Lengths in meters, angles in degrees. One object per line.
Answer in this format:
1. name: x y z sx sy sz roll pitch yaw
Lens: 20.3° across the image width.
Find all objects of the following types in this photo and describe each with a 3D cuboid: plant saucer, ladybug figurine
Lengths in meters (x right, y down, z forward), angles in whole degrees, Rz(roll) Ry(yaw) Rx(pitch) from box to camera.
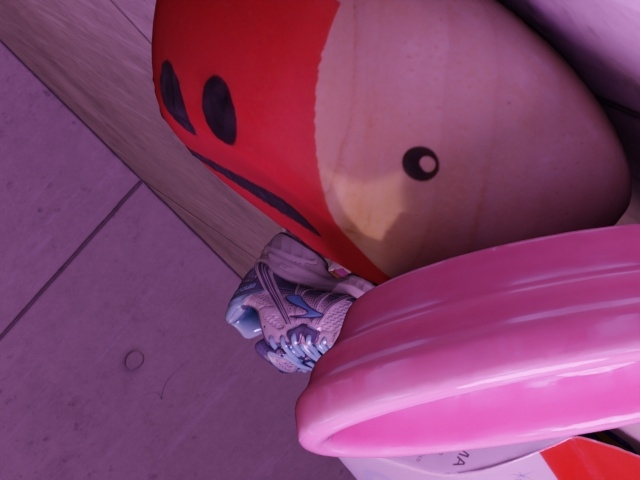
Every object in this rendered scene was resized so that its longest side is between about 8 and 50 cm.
1. plant saucer: 0.145 0.060 1.069 0.332 0.332 0.084 70 -170 -76
2. ladybug figurine: 0.017 -0.087 1.189 0.305 0.162 0.449 45 173 -29

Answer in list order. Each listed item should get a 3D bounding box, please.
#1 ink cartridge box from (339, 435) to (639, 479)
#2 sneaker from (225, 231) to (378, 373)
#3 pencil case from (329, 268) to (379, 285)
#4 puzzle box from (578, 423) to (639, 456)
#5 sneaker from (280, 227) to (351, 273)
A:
1. ink cartridge box: 0.229 0.289 1.776 0.385 0.091 0.308 15 153 39
2. sneaker: 0.007 0.097 1.824 0.283 0.122 0.110 26 159 52
3. pencil case: 0.116 0.181 2.366 0.386 0.167 0.160 40 -150 11
4. puzzle box: 0.341 0.201 1.673 0.409 0.052 0.272 34 170 49
5. sneaker: 0.000 0.000 2.017 0.090 0.115 0.232 39 173 23
